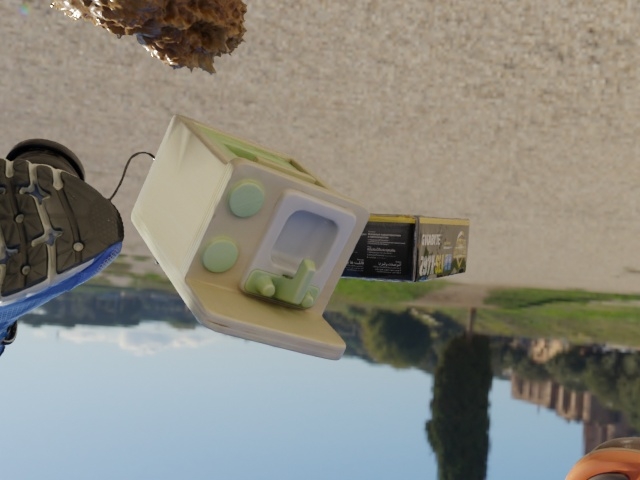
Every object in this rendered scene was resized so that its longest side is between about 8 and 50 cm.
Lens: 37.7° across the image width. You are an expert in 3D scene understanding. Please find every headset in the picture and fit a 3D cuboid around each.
[{"bbox_3d":[-0.415,-0.037,1.475,0.394,0.185,0.243,-19,-137,-16],"label":"headset"}]

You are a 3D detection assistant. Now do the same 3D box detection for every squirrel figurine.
[{"bbox_3d":[-0.179,-0.428,1.202,0.280,0.397,0.370,22,-165,12],"label":"squirrel figurine"}]

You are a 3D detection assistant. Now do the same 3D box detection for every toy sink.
[{"bbox_3d":[-0.059,-0.012,0.880,0.152,0.131,0.234,18,-165,-32],"label":"toy sink"}]

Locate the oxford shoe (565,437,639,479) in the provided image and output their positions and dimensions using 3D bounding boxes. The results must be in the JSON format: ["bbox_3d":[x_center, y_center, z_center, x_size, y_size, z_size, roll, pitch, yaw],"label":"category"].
[{"bbox_3d":[0.319,0.190,0.561,0.363,0.130,0.133,21,-148,3],"label":"oxford shoe"}]

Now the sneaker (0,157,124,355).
[{"bbox_3d":[-0.300,0.034,0.797,0.329,0.130,0.147,-18,157,20],"label":"sneaker"}]

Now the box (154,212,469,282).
[{"bbox_3d":[0.000,0.000,1.152,0.321,0.079,0.257,3,180,22],"label":"box"}]
